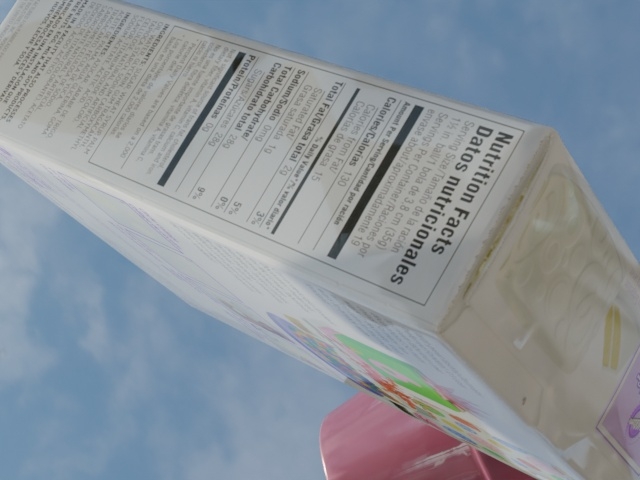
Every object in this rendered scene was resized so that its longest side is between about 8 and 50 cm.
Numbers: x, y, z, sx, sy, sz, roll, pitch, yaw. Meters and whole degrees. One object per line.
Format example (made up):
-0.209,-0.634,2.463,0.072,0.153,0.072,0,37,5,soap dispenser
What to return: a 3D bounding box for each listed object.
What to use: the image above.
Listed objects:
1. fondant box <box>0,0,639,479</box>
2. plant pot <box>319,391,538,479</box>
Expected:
0.000,0.000,0.647,0.096,0.330,0.238,-58,-39,-10,fondant box
0.108,0.164,1.022,0.180,0.201,0.201,-27,-70,17,plant pot
